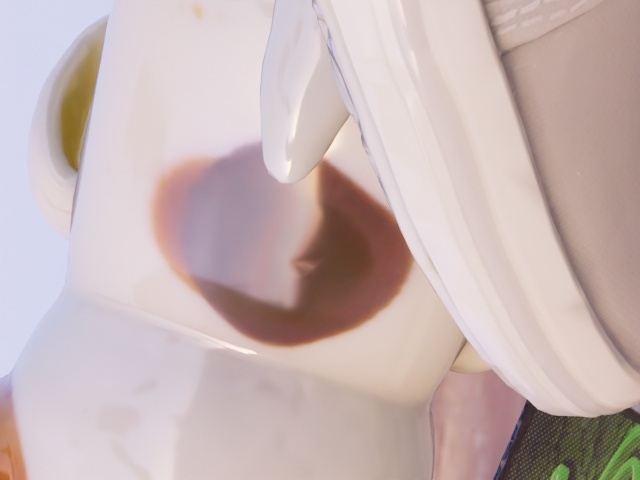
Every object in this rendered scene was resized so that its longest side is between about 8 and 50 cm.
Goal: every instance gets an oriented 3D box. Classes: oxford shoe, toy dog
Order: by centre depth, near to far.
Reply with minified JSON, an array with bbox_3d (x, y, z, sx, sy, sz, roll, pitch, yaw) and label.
[{"bbox_3d":[0.036,-0.137,0.374,0.169,0.130,0.449,-100,-8,-52],"label":"oxford shoe"},{"bbox_3d":[0.000,0.000,0.868,0.395,0.284,0.408,-104,31,-67],"label":"toy dog"}]

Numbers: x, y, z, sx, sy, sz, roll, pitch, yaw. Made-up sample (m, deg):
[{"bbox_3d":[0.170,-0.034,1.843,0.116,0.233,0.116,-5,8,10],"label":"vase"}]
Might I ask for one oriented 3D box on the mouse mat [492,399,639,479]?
[{"bbox_3d":[0.085,0.152,0.646,0.152,0.007,0.190,29,-101,-38],"label":"mouse mat"}]
